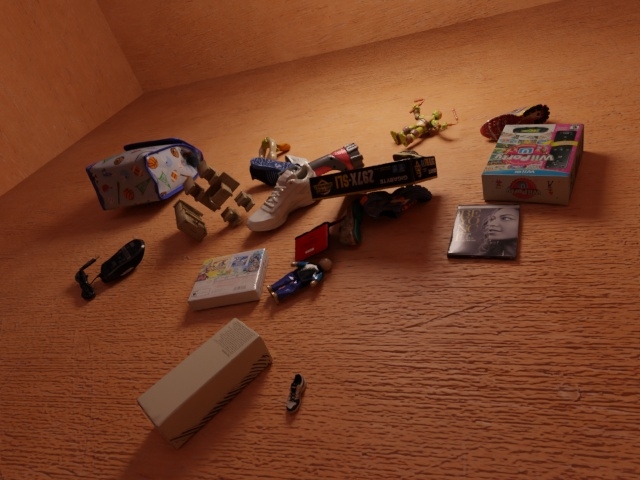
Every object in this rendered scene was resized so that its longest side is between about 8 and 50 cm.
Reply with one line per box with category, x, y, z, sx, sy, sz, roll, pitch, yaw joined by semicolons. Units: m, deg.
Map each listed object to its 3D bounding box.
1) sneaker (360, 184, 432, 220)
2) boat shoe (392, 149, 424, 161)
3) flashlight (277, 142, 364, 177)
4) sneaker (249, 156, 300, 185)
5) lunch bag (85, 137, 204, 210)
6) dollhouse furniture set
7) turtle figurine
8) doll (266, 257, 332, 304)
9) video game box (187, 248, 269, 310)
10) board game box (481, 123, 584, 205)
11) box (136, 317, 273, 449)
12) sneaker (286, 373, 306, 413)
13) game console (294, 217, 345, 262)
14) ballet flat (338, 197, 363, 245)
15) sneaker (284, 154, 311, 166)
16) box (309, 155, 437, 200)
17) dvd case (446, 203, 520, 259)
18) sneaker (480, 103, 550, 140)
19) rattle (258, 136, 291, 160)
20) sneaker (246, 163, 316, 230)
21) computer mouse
sneaker;0.233;-0.107;1.350;0.222;0.083;0.087;-12;74;-7
boat shoe;0.322;-0.292;1.567;0.049;0.056;0.152;-43;41;-22
flashlight;0.006;-0.253;1.634;0.304;0.103;0.103;-26;59;-2
sneaker;-0.163;-0.252;1.731;0.233;0.090;0.081;16;43;11
lunch bag;-0.738;-0.310;1.946;0.328;0.238;0.385;-4;21;21
dollhouse furniture set;-0.393;-0.142;1.571;0.242;0.212;0.161;-45;36;10
turtle figurine;0.382;-0.447;1.723;0.217;0.087;0.269;-32;45;-6
doll;-0.054;0.098;1.222;0.189;0.046;0.129;-28;37;-12
video game box;-0.263;0.111;1.302;0.205;0.048;0.187;-10;38;11
board game box;0.626;-0.231;1.309;0.224;0.097;0.303;7;44;33
box;-0.248;0.306;0.989;0.275;0.094;0.113;-39;39;-25
sneaker;-0.055;0.317;0.934;0.032;0.036;0.083;-2;40;20
game console;0.000;0.000;1.309;0.144;0.085;0.124;-27;55;42
ballet flat;0.089;-0.058;1.350;0.067;0.073;0.206;-15;31;22
sneaker;-0.090;-0.310;1.795;0.061;0.053;0.152;-27;41;-27
box;0.165;-0.191;1.362;0.322;0.079;0.257;-6;7;29
dvd case;0.437;-0.029;1.189;0.165;0.018;0.221;1;39;26
sneaker;0.668;-0.408;1.556;0.226;0.087;0.092;-15;15;5
rattle;-0.183;-0.336;1.887;0.130;0.143;0.199;-44;47;20
sneaker;-0.135;-0.148;1.503;0.305;0.152;0.114;-38;41;-23
computer mouse;-0.717;0.086;1.543;0.262;0.060;0.184;-45;46;-15
